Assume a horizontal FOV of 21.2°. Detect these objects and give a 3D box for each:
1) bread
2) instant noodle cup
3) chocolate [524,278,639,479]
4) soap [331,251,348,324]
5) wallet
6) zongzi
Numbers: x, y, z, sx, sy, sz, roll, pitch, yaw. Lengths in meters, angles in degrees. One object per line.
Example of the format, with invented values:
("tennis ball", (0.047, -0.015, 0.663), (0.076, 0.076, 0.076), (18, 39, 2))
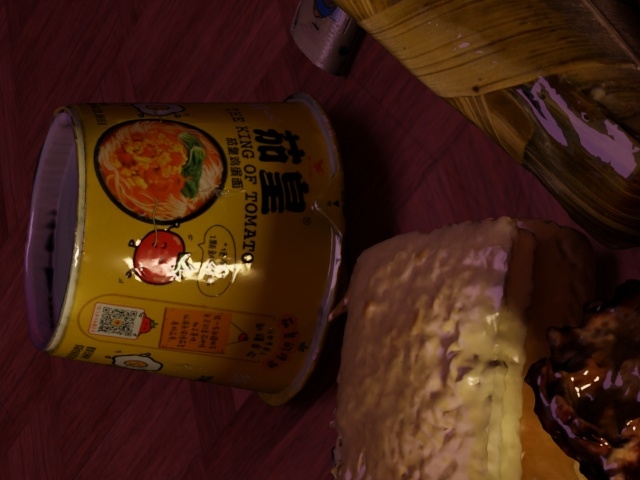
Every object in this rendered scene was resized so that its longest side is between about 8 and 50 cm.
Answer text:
("bread", (0.101, 0.176, 1.358), (0.237, 0.165, 0.375), (-13, 68, 53))
("instant noodle cup", (-0.146, -0.003, 1.702), (0.325, 0.254, 0.325), (-174, 90, -70))
("chocolate", (0.229, 0.100, 1.156), (0.206, 0.177, 0.224), (-63, 34, 25))
("soap", (0.000, 0.000, 1.725), (0.089, 0.033, 0.168), (128, 141, -48))
("wallet", (0.021, -0.263, 1.780), (0.155, 0.039, 0.110), (-65, 33, 19))
("zongzi", (0.135, -0.122, 1.280), (0.134, 0.288, 0.286), (-62, 33, 37))
